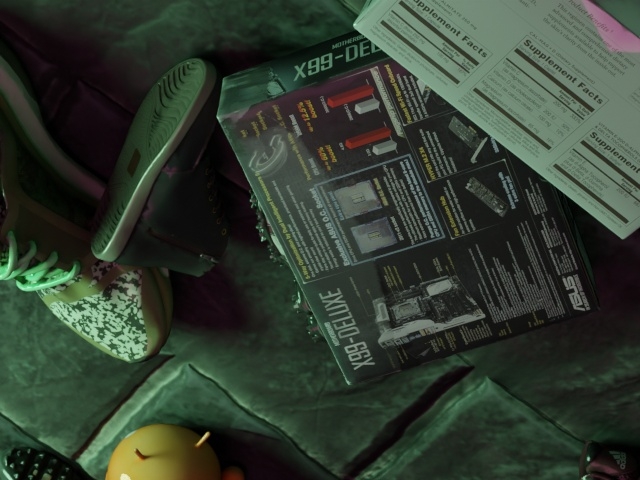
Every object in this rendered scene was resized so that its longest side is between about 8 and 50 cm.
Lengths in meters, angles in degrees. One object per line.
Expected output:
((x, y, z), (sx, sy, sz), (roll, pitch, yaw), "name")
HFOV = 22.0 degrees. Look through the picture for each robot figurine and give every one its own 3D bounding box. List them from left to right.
((-0.175, 0.287, 1.802), (0.158, 0.128, 0.219), (21, 133, 7), "robot figurine")

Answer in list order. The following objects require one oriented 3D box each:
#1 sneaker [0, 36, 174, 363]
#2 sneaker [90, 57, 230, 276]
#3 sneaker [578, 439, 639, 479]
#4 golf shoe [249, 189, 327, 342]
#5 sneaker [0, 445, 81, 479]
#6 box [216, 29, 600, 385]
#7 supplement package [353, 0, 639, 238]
((-0.301, -0.011, 1.565), (0.158, 0.182, 0.410), (-22, 118, 33), "sneaker")
((-0.119, -0.067, 1.536), (0.118, 0.083, 0.222), (14, 122, -31), "sneaker")
((0.339, 0.239, 1.585), (0.162, 0.106, 0.281), (43, 130, -12), "sneaker")
((0.000, 0.000, 1.547), (0.094, 0.077, 0.198), (-20, 122, 12), "golf shoe")
((-0.296, 0.333, 1.915), (0.234, 0.078, 0.106), (40, 128, -16), "sneaker")
((0.082, -0.038, 1.429), (0.242, 0.076, 0.307), (-18, 121, 14), "box")
((0.192, -0.174, 1.232), (0.262, 0.204, 0.145), (37, 132, -11), "supplement package")
